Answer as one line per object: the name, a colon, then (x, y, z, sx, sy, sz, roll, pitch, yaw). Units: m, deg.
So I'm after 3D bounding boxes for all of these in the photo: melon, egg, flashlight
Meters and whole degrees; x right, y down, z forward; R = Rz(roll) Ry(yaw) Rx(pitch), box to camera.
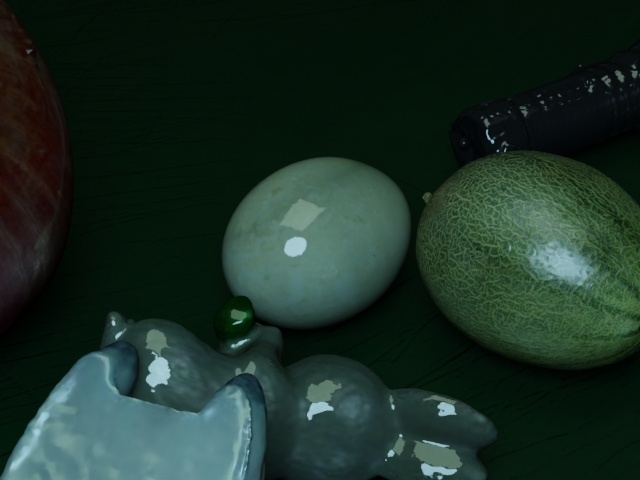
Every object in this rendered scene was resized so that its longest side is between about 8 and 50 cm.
melon: (0.140, 0.010, 0.869, 0.139, 0.139, 0.192, -30, 43, -33)
egg: (0.000, 0.000, 0.908, 0.114, 0.114, 0.152, 25, 41, 32)
flashlight: (0.215, -0.109, 1.079, 0.232, 0.093, 0.093, -19, 39, -18)

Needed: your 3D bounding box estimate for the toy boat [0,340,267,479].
toy boat: (-0.102, 0.157, 0.677, 0.134, 0.079, 0.207, 13, 67, 12)

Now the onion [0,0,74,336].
onion: (-0.337, -0.058, 0.853, 0.354, 0.353, 0.353, -1, 36, 1)

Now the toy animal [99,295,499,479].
toy animal: (-0.025, 0.112, 0.788, 0.236, 0.138, 0.108, 19, -8, -9)
